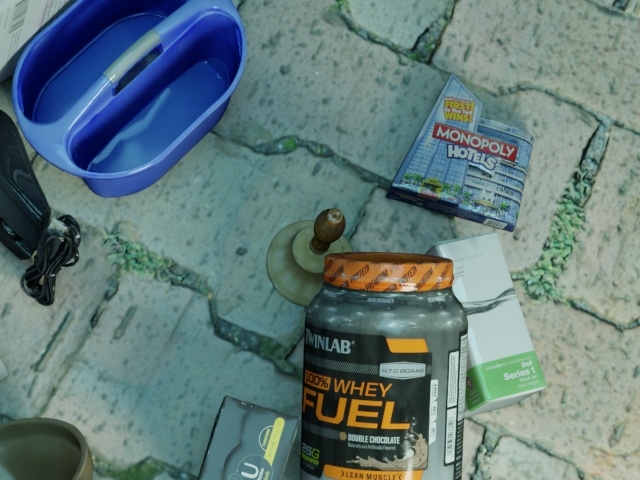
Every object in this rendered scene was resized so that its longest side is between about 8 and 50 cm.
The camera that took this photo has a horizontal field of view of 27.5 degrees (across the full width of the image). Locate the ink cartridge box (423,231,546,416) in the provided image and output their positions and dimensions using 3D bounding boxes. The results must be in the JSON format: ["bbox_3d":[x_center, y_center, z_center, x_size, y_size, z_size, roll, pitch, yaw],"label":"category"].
[{"bbox_3d":[0.207,0.116,1.760,0.092,0.160,0.220,-12,77,-13],"label":"ink cartridge box"}]

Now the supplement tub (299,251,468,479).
[{"bbox_3d":[0.080,0.188,1.645,0.207,0.207,0.338,1,94,-7],"label":"supplement tub"}]

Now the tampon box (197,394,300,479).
[{"bbox_3d":[-0.096,0.279,1.672,0.101,0.161,0.120,17,73,-2],"label":"tampon box"}]

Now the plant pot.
[{"bbox_3d":[-0.386,0.333,1.621,0.237,0.237,0.110,-23,119,-13],"label":"plant pot"}]

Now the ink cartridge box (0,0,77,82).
[{"bbox_3d":[-0.447,-0.351,1.746,0.197,0.198,0.270,40,51,5],"label":"ink cartridge box"}]

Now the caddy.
[{"bbox_3d":[-0.258,-0.221,1.785,0.241,0.179,0.341,42,73,4],"label":"caddy"}]

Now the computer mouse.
[{"bbox_3d":[-0.414,-0.057,1.727,0.072,0.188,0.272,-16,66,-34],"label":"computer mouse"}]

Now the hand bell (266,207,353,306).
[{"bbox_3d":[0.000,0.000,1.723,0.126,0.242,0.126,2,74,-6],"label":"hand bell"}]

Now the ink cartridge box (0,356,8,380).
[{"bbox_3d":[-0.540,0.162,1.528,0.308,0.385,0.091,-30,77,-14],"label":"ink cartridge box"}]

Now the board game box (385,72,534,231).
[{"bbox_3d":[0.211,-0.132,1.884,0.194,0.060,0.194,15,74,-3],"label":"board game box"}]
